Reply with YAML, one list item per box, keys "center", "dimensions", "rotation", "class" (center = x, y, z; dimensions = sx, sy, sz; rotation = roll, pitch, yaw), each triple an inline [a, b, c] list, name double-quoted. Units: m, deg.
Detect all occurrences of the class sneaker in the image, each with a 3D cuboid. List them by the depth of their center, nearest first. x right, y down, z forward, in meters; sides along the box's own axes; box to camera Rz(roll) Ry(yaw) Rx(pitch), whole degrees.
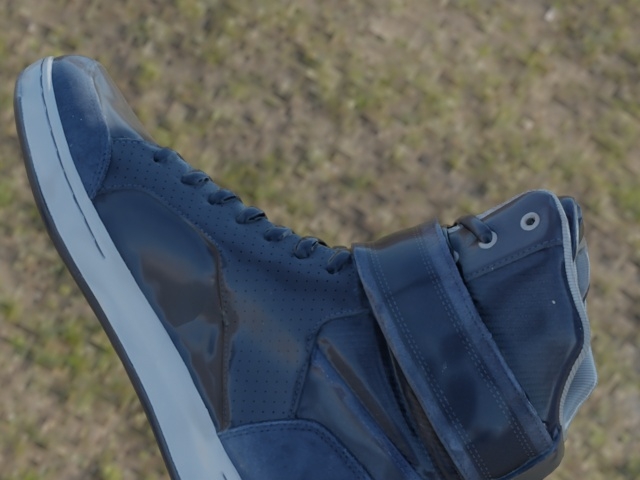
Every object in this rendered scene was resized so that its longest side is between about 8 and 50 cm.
- center: [0.001, 0.001, 0.665]
  dimensions: [0.226, 0.163, 0.086]
  rotation: [61, 5, 19]
  class: "sneaker"
